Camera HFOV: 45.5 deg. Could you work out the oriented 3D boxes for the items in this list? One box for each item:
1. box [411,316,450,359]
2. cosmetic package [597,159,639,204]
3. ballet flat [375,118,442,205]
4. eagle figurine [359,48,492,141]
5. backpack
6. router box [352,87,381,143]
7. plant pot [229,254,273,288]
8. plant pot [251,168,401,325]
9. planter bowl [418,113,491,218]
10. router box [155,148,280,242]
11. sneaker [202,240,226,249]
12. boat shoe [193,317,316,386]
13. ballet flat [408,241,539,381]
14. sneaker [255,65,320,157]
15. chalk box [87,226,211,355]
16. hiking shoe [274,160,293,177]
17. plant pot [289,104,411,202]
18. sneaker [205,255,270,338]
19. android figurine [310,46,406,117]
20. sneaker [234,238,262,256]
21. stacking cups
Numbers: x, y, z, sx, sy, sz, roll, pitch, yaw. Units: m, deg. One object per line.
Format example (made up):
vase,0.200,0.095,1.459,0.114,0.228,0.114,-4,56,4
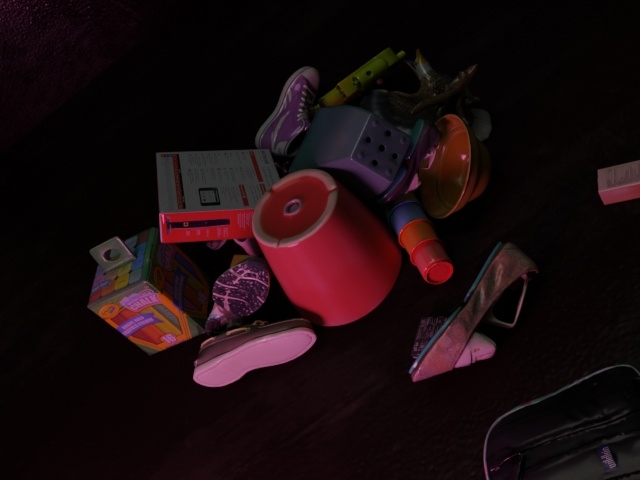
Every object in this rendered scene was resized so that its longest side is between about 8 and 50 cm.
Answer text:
box,0.211,0.183,1.429,0.067,0.018,0.083,-6,50,36
cosmetic package,0.569,-0.109,1.391,0.115,0.041,0.060,-12,48,32
ballet flat,0.190,-0.152,1.584,0.074,0.074,0.203,37,101,51
eagle figurine,0.251,-0.334,1.767,0.298,0.226,0.225,-174,90,-71
backpack,0.361,0.316,1.042,0.253,0.191,0.225,-22,39,12
router box,0.102,-0.295,1.948,0.179,0.046,0.133,-30,40,14
plant pot,-0.158,0.084,1.783,0.083,0.081,0.081,-5,50,23
plant pot,0.000,0.000,1.578,0.275,0.243,0.275,-18,47,21
planter bowl,0.292,-0.149,1.585,0.217,0.090,0.217,-176,90,-71
router box,-0.250,-0.119,1.887,0.301,0.082,0.335,-3,31,-11
sneaker,-0.307,-0.054,2.026,0.226,0.086,0.163,-6,48,34
boat shoe,-0.144,0.219,1.617,0.305,0.109,0.091,-25,46,25
ballet flat,0.283,0.141,1.348,0.106,0.107,0.316,34,77,16
sneaker,-0.045,-0.344,2.085,0.161,0.102,0.282,19,78,44
chalk box,-0.418,0.105,1.805,0.180,0.289,0.179,-24,42,22
hiking shoe,-0.001,-0.174,1.827,0.226,0.114,0.086,-15,46,30
plant pot,0.076,-0.181,1.590,0.165,0.165,0.234,-65,22,-9
sneaker,-0.178,0.108,1.669,0.283,0.110,0.122,-57,9,45
android figurine,0.102,-0.399,1.942,0.273,0.056,0.248,-36,2,-16
sneaker,-0.187,-0.018,1.908,0.051,0.070,0.134,-37,38,8
stacking cups,0.197,-0.032,1.601,0.096,0.096,0.316,-35,44,8
